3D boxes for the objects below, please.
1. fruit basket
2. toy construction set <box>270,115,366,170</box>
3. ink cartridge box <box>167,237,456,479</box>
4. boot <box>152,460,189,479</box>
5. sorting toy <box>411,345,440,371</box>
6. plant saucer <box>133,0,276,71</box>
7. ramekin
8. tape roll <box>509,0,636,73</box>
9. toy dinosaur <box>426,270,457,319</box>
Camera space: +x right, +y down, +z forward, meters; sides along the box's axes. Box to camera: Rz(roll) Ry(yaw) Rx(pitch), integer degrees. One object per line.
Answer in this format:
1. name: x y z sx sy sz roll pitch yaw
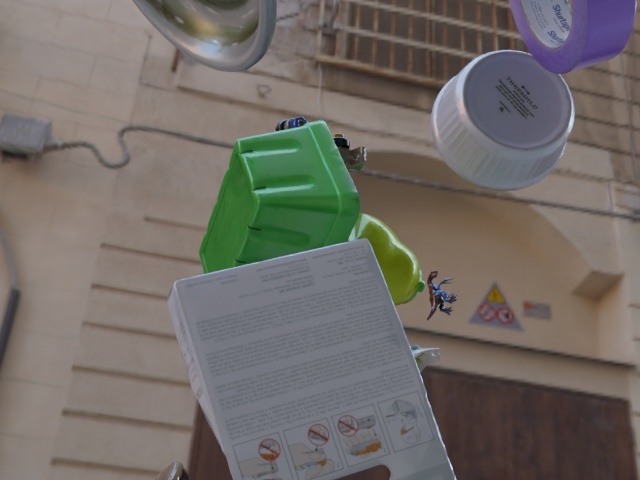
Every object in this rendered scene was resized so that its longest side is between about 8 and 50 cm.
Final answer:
1. fruit basket: 0.000 0.000 1.586 0.392 0.283 0.392 -12 -41 -11
2. toy construction set: -0.015 -0.122 2.023 0.237 0.257 0.309 3 -39 -42
3. ink cartridge box: -0.016 0.208 1.231 0.308 0.385 0.091 -12 -19 -21
4. boot: -0.194 0.477 1.357 0.090 0.248 0.207 -41 -75 11
5. sorting toy: 0.199 0.230 1.715 0.075 0.044 0.083 -11 -34 5
6. plant saucer: -0.175 -0.424 1.170 0.400 0.100 0.400 39 -28 25
7. ramekin: 0.356 -0.239 1.664 0.273 0.272 0.127 7 -20 -4
8. tape roll: 0.412 -0.424 1.457 0.090 0.274 0.274 -19 -31 -8
9. toy dinosaur: 0.185 0.081 1.392 0.090 0.082 0.047 -12 -57 -30
